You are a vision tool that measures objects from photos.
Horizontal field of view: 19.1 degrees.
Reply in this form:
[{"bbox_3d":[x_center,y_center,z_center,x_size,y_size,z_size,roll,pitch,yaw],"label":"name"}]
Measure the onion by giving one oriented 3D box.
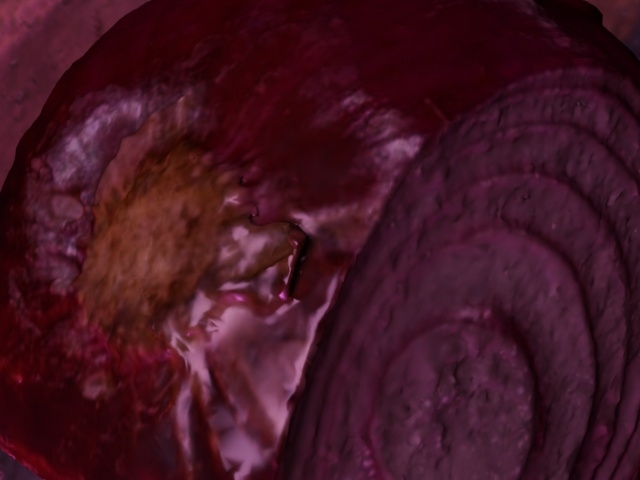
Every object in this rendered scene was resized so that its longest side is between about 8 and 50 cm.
[{"bbox_3d":[-0.004,-0.002,0.646,0.207,0.216,0.206,16,87,34],"label":"onion"}]
